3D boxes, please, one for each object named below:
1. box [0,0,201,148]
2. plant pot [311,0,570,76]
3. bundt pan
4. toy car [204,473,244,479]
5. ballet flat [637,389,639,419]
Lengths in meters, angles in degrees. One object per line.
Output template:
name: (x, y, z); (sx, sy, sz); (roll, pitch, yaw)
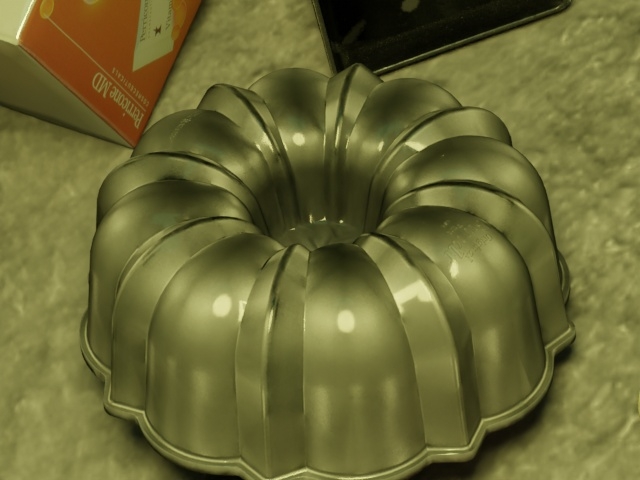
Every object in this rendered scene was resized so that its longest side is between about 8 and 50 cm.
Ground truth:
box: (-0.172, -0.276, 1.445); (0.168, 0.215, 0.345); (19, 80, 22)
plant pot: (0.058, -0.260, 1.475); (0.187, 0.188, 0.167); (-20, 43, -3)
bundt pan: (0.000, 0.000, 1.284); (0.331, 0.124, 0.331); (-3, 41, 2)
toy car: (-0.077, 0.188, 1.215); (0.155, 0.149, 0.188); (25, 52, 36)
ballet flat: (0.312, 0.076, 1.205); (0.248, 0.086, 0.086); (-14, 50, 33)
